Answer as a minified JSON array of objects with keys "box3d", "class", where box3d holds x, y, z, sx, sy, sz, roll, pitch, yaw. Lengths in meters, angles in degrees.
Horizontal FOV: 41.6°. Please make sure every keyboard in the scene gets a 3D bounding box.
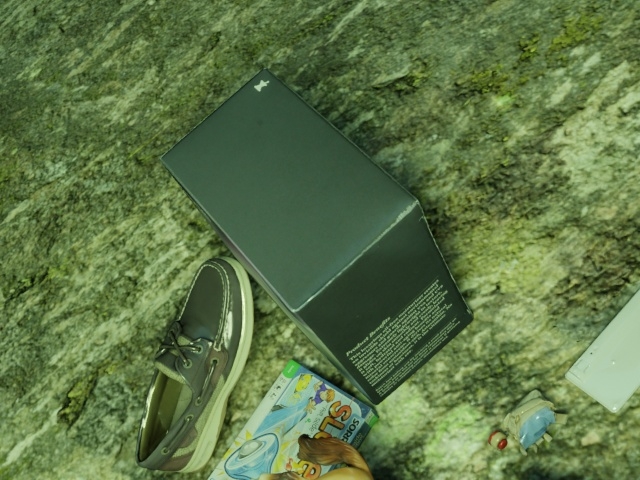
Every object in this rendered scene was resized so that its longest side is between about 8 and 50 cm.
[{"box3d":[0.396,0.086,0.984,0.256,0.014,0.072,-46,60,-8],"class":"keyboard"}]

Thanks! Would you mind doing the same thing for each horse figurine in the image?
[{"box3d":[0.016,0.301,0.814,0.174,0.066,0.263,-19,57,23],"class":"horse figurine"}]

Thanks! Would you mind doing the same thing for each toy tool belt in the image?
[{"box3d":[0.234,0.213,0.948,0.083,0.052,0.051,-44,46,-6],"class":"toy tool belt"}]

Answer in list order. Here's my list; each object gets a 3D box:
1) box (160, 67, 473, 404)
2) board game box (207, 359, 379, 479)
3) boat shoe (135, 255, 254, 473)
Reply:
[{"box3d":[0.000,0.000,1.022,0.182,0.294,0.296,-41,54,-5],"class":"box"},{"box3d":[-0.038,0.264,1.038,0.136,0.035,0.201,26,73,32],"class":"board game box"},{"box3d":[-0.162,0.158,1.049,0.102,0.092,0.285,23,101,40],"class":"boat shoe"}]
